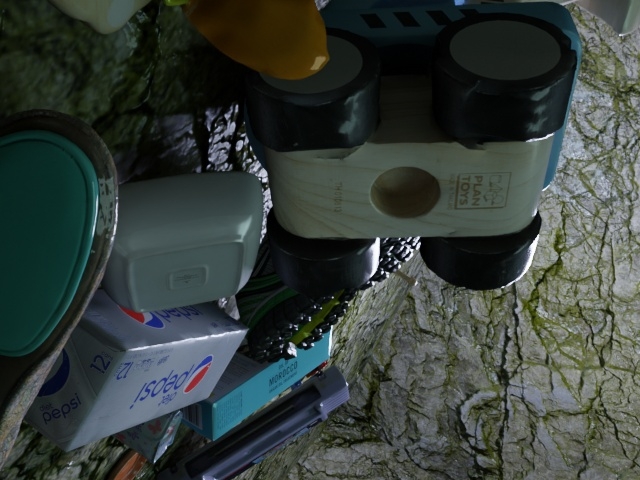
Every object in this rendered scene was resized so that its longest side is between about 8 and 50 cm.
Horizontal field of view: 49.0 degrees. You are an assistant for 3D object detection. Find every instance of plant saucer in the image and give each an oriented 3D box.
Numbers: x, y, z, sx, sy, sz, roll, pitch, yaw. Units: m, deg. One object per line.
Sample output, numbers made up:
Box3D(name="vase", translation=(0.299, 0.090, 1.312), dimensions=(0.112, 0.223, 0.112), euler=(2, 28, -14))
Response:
Box3D(name="plant saucer", translation=(-0.271, 0.319, 0.979), dimensions=(0.083, 0.013, 0.083), euler=(-51, 165, -19))

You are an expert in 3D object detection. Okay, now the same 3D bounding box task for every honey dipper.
Box3D(name="honey dipper", translation=(0.123, 0.041, 1.396), dimensions=(0.030, 0.161, 0.030), euler=(-53, 166, -19))

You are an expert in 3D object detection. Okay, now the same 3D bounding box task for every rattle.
Box3D(name="rattle", translation=(-0.072, -0.158, 0.318), dimensions=(0.130, 0.142, 0.199), euler=(-35, 166, -17))

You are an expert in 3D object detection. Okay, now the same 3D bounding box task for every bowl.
Box3D(name="bowl", translation=(-0.113, 0.010, 0.574), dimensions=(0.142, 0.053, 0.142), euler=(-10, 150, -18))

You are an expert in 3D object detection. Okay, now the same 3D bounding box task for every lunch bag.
Box3D(name="lunch bag", translation=(-0.207, 0.212, 0.831), dimensions=(0.053, 0.071, 0.083), euler=(-46, 165, -56))

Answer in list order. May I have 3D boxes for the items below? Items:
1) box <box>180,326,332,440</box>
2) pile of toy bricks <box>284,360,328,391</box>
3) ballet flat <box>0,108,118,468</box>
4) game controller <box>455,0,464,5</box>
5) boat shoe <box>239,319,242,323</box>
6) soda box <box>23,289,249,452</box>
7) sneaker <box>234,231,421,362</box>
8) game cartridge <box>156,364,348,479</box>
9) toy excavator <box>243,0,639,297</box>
Box3D(name="box", translation=(-0.095, 0.170, 0.962), dimensions=(0.244, 0.101, 0.060), euler=(-26, 127, -47))
Box3D(name="pile of toy bricks", translation=(-0.075, 0.250, 1.331), dimensions=(0.105, 0.118, 0.212), euler=(-37, 177, 18))
Box3D(name="ballet flat", translation=(-0.207, 0.048, 0.444), dimensions=(0.316, 0.108, 0.106), euler=(-56, -172, 19))
Box3D(name="game controller", translation=(0.144, -0.314, 0.851), dimensions=(0.319, 0.067, 0.166), euler=(-46, 163, -40))
Box3D(name="boat shoe", translation=(-0.139, 0.193, 1.072), dimensions=(0.153, 0.048, 0.056), euler=(-56, 167, -4))
Box3D(name="soda box", translation=(-0.172, 0.108, 0.670), dimensions=(0.098, 0.091, 0.286), euler=(-59, 167, 4))
Box3D(name="sneaker", translation=(0.000, 0.000, 0.847), dimensions=(0.343, 0.146, 0.134), euler=(-44, 150, 26))
Box3D(name="game cartridge", translation=(-0.105, 0.357, 1.283), dimensions=(0.355, 0.068, 0.230), euler=(-31, 158, -7))
Box3D(name="toy excavator", translation=(0.151, -0.187, 0.699), dimensions=(0.222, 0.433, 0.445), euler=(84, 7, -47))
